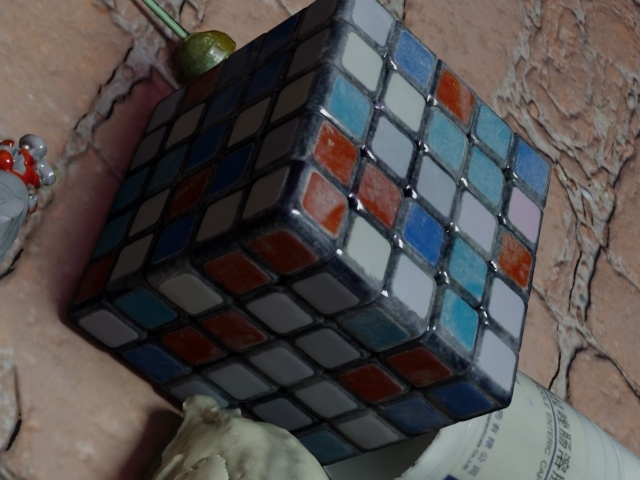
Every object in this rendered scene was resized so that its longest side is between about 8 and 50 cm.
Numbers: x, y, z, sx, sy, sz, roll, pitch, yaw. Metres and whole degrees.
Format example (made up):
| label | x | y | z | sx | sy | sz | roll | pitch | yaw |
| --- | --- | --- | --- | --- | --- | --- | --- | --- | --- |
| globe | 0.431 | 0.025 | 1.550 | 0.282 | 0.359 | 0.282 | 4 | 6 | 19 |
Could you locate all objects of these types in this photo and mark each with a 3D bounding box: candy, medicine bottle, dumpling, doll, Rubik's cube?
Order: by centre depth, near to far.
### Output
| label | x | y | z | sx | sy | sz | roll | pitch | yaw |
| --- | --- | --- | --- | --- | --- | --- | --- | --- | --- |
| dumpling | -0.047 | 0.277 | 1.198 | 0.243 | 0.187 | 0.318 | 55 | 23 | -34 |
| doll | -0.269 | -0.033 | 1.208 | 0.180 | 0.079 | 0.094 | -60 | 141 | -59 |
| Rubik's cube | 0.000 | 0.000 | 1.313 | 0.292 | 0.293 | 0.287 | 41 | 45 | -28 |
| candy | -0.162 | -0.230 | 1.450 | 0.202 | 0.061 | 0.061 | 44 | 43 | -12 |
| medicine bottle | 0.175 | 0.227 | 1.464 | 0.332 | 0.190 | 0.190 | 34 | 49 | -32 |
